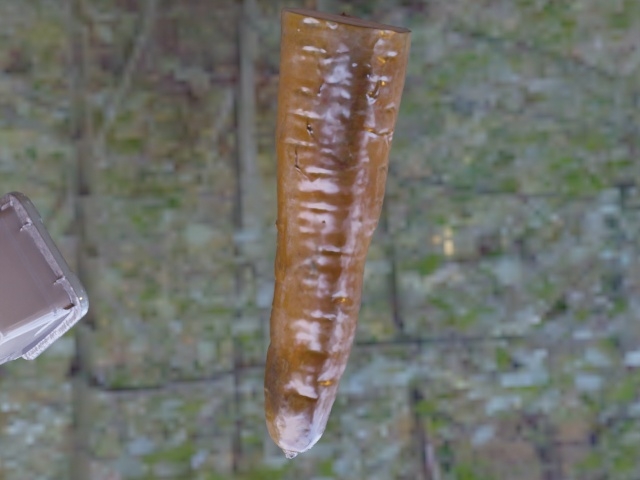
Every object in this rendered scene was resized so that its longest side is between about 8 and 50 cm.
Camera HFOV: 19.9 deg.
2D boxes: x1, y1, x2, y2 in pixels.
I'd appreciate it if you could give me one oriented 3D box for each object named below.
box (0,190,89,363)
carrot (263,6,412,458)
[{"bbox_3d":[-0.203,0.033,1.120,0.062,0.089,0.122,-31,177,-34],"label":"box"},{"bbox_3d":[0.000,0.000,0.843,0.061,0.210,0.061,7,-171,-1],"label":"carrot"}]
